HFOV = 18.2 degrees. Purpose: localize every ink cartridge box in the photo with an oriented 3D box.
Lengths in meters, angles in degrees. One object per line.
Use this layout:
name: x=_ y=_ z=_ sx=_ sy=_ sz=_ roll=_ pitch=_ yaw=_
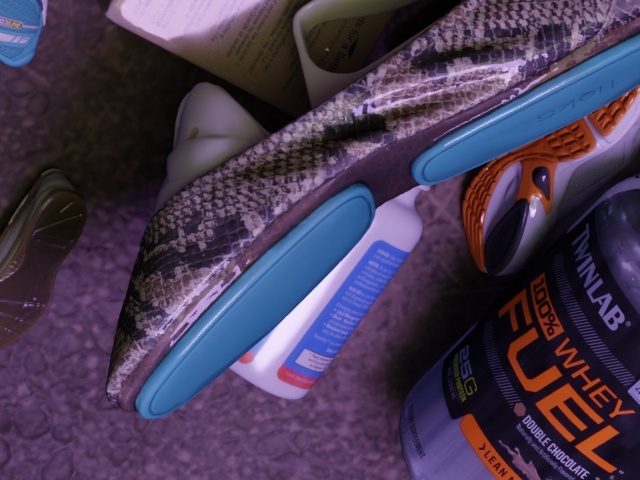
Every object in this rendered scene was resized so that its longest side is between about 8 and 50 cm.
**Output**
ink cartridge box: x=-0.025 y=-0.228 z=1.441 sx=0.193 sy=0.088 sz=0.234 roll=27 pitch=101 yaw=-24

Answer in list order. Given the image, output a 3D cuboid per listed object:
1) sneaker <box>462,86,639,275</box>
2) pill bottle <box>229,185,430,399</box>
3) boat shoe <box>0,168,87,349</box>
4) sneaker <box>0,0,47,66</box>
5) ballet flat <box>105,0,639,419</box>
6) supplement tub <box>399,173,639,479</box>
sneaker: x=0.214 y=-0.078 z=1.538 sx=0.121 sy=0.099 sz=0.262 roll=-1 pitch=142 yaw=-33
pill bottle: x=0.000 y=0.000 z=1.516 sx=0.124 sy=0.124 sz=0.221 roll=33 pitch=99 yaw=-24
boat shoe: x=-0.229 y=0.017 z=1.510 sx=0.056 sy=0.048 sz=0.153 roll=18 pitch=112 yaw=-33
sneaker: x=-0.325 y=-0.150 z=1.387 sx=0.275 sy=0.107 sz=0.110 roll=-6 pitch=121 yaw=-12
ballet flat: x=0.019 y=-0.077 z=1.383 sx=0.483 sy=0.164 sz=0.182 roll=-35 pitch=74 yaw=-5
supplement tub: x=0.233 y=0.092 z=1.515 sx=0.207 sy=0.207 sz=0.338 roll=27 pitch=124 yaw=-23
